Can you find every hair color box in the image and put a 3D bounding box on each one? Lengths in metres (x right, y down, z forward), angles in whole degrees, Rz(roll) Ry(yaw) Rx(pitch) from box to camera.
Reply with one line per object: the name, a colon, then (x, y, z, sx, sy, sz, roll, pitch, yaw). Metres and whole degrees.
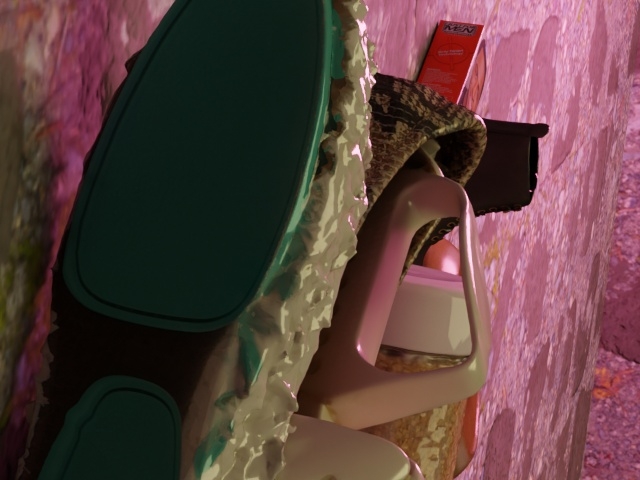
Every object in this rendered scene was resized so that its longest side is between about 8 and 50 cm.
hair color box: (0.109, -0.120, 1.702, 0.072, 0.043, 0.141, 82, 21, -46)

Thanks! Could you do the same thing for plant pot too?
plant pot: (0.124, 0.110, 1.831, 0.236, 0.032, 0.236, -2, 90, -80)

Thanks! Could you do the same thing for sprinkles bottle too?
sprinkles bottle: (0.037, 0.195, 1.440, 0.121, 0.121, 0.355, -12, 113, -75)

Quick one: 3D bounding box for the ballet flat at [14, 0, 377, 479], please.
ballet flat: (-0.064, 0.063, 0.950, 0.147, 0.147, 0.409, 33, 75, -74)

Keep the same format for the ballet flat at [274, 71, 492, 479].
ballet flat: (0.002, 0.080, 1.135, 0.164, 0.182, 0.483, 83, 21, -49)

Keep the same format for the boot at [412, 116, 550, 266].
boot: (0.110, -0.016, 1.581, 0.077, 0.137, 0.198, -61, 157, -52)
